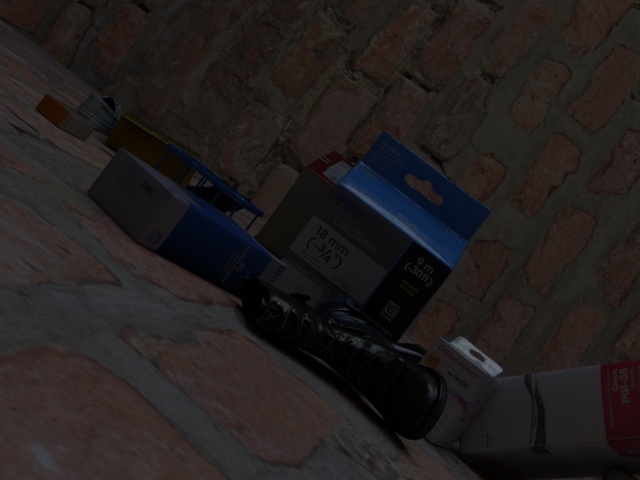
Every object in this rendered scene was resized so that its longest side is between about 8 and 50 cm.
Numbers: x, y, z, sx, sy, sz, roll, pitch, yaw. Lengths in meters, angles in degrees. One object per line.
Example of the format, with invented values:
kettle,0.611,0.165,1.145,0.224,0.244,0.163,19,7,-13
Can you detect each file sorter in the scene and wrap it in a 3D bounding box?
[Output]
file sorter,-0.205,-0.066,1.474,0.170,0.104,0.118,38,1,15

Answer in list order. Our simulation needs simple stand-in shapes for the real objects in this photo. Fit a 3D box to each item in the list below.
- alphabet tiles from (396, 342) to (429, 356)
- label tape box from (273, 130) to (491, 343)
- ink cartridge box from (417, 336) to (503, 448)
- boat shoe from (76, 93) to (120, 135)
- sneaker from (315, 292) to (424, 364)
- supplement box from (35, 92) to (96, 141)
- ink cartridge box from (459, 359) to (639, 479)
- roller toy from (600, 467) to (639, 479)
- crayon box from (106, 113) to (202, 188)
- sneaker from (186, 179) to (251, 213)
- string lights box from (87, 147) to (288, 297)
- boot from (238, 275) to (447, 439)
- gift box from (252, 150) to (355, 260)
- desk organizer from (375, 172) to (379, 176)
alphabet tiles,0.233,0.263,1.582,0.285,0.011,0.342,37,-15,-16
label tape box,0.094,0.015,1.454,0.240,0.334,0.106,37,9,4
ink cartridge box,0.184,0.213,1.245,0.092,0.143,0.090,38,1,30
boat shoe,-0.515,-0.305,2.070,0.079,0.081,0.227,37,2,1
sneaker,0.081,0.167,1.359,0.226,0.086,0.163,35,5,-30
supplement box,-0.463,-0.224,1.573,0.062,0.036,0.098,38,1,17
ink cartridge box,0.373,0.275,1.279,0.283,0.117,0.207,-13,-31,32
roller toy,0.449,0.415,1.187,0.191,0.146,0.209,36,3,-40
crayon box,-0.379,-0.209,1.979,0.202,0.081,0.318,31,2,-11
sneaker,-0.257,-0.113,2.087,0.170,0.089,0.051,38,2,21
string lights box,-0.169,-0.013,1.153,0.133,0.077,0.259,39,2,38
boot,0.013,0.136,1.060,0.229,0.091,0.263,31,0,-27
gift box,0.000,0.000,1.663,0.255,0.258,0.276,39,21,9
desk organizer,0.086,-0.099,1.566,0.050,0.047,0.130,-3,4,7
